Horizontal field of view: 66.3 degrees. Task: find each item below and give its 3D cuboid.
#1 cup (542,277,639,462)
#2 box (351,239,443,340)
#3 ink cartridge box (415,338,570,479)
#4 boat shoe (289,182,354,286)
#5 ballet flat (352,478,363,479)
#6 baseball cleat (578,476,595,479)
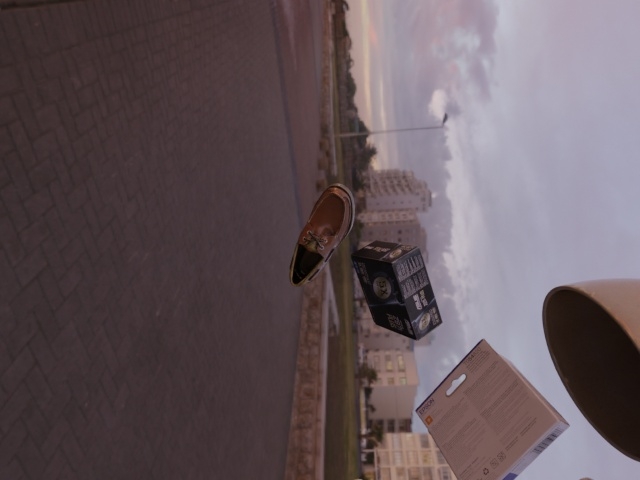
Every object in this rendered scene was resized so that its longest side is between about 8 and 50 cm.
[{"bbox_3d":[0.615,0.203,0.909,0.331,0.237,0.331,161,-90,-86],"label":"cup"},{"bbox_3d":[0.158,0.100,1.029,0.147,0.078,0.180,10,-56,59],"label":"box"},{"bbox_3d":[0.314,0.340,0.940,0.223,0.045,0.224,-52,-148,13],"label":"ink cartridge box"},{"bbox_3d":[0.000,0.000,1.272,0.104,0.111,0.307,-48,162,-54],"label":"boat shoe"},{"bbox_3d":[0.021,0.586,0.978,0.248,0.086,0.086,-36,129,-48],"label":"ballet flat"},{"bbox_3d":[0.488,0.515,0.830,0.109,0.072,0.205,34,49,-46],"label":"baseball cleat"}]
